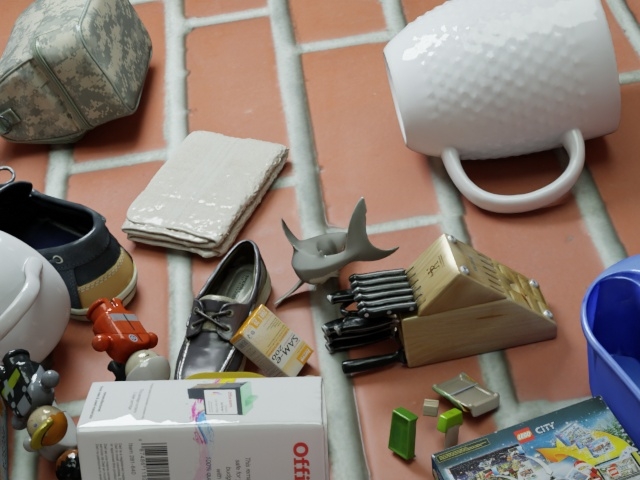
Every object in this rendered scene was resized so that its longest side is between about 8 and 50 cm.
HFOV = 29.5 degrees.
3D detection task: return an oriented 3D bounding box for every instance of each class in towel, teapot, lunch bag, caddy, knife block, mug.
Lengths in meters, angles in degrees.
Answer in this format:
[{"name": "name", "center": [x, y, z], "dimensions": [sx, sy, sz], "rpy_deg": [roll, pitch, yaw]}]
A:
[{"name": "towel", "center": [-0.185, -0.079, 1.979], "dimensions": [0.187, 0.049, 0.282], "rpy_deg": [12, 44, 21]}, {"name": "teapot", "center": [-0.477, 0.112, 1.667], "dimensions": [0.252, 0.256, 0.187], "rpy_deg": [13, 50, 12]}, {"name": "lunch bag", "center": [-0.465, -0.322, 2.191], "dimensions": [0.256, 0.213, 0.305], "rpy_deg": [-19, 35, 15]}, {"name": "caddy", "center": [0.467, 0.148, 1.486], "dimensions": [0.241, 0.179, 0.341], "rpy_deg": [-20, 41, -13]}, {"name": "knife block", "center": [0.150, 0.118, 1.672], "dimensions": [0.275, 0.242, 0.088], "rpy_deg": [26, 31, -29]}, {"name": "mug", "center": [0.287, -0.221, 1.916], "dimensions": [0.328, 0.276, 0.374], "rpy_deg": [-14, 71, 3]}]

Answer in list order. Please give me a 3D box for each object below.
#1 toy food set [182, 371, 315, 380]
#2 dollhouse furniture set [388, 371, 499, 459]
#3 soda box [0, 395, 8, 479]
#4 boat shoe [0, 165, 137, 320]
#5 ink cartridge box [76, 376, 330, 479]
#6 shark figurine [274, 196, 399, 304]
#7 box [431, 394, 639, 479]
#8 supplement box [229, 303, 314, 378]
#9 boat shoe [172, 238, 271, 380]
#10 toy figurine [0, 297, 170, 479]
[{"name": "toy food set", "center": [-0.100, 0.239, 1.555], "dimensions": [0.217, 0.071, 0.128], "rpy_deg": [5, 49, -30]}, {"name": "dollhouse furniture set", "center": [0.159, 0.230, 1.569], "dimensions": [0.151, 0.059, 0.076], "rpy_deg": [-16, 29, -38]}, {"name": "soda box", "center": [-0.447, 0.275, 1.601], "dimensions": [0.058, 0.063, 0.183], "rpy_deg": [-12, 39, -5]}, {"name": "boat shoe", "center": [-0.499, -0.022, 1.890], "dimensions": [0.500, 0.156, 0.187], "rpy_deg": [18, 49, 30]}, {"name": "ink cartridge box", "center": [-0.127, 0.272, 1.408], "dimensions": [0.278, 0.201, 0.117], "rpy_deg": [-2, 23, 1]}, {"name": "shark figurine", "center": [-0.010, 0.008, 1.716], "dimensions": [0.166, 0.116, 0.278], "rpy_deg": [-32, 4, -10]}, {"name": "box", "center": [0.270, 0.290, 1.460], "dimensions": [0.233, 0.044, 0.159], "rpy_deg": [-17, 41, -9]}, {"name": "supplement box", "center": [-0.066, 0.144, 1.660], "dimensions": [0.098, 0.036, 0.062], "rpy_deg": [42, 51, -6]}, {"name": "boat shoe", "center": [-0.143, 0.111, 1.710], "dimensions": [0.102, 0.092, 0.285], "rpy_deg": [7, 43, 18]}, {"name": "toy figurine", "center": [-0.287, 0.203, 1.548], "dimensions": [0.209, 0.213, 0.148], "rpy_deg": [-29, 60, -18]}]
